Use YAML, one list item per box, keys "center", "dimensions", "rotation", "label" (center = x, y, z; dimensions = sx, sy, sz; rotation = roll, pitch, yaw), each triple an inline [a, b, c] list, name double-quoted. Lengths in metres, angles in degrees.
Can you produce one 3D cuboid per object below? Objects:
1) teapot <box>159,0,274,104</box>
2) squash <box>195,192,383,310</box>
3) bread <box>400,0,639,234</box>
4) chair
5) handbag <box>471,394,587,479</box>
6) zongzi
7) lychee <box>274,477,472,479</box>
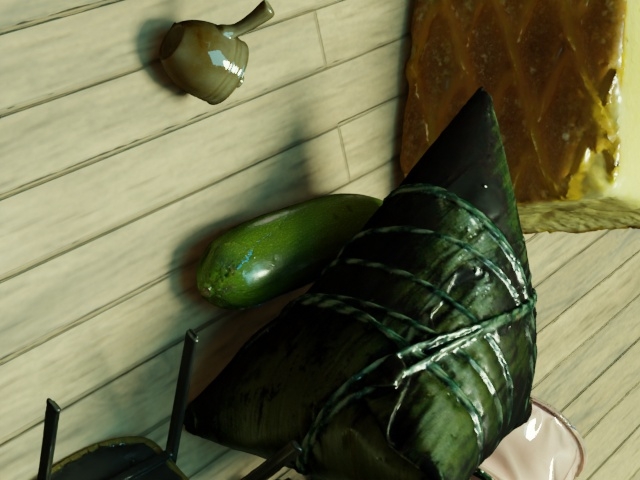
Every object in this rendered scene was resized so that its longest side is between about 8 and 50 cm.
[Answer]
- center: [-0.091, -0.182, 1.146]
  dimensions: [0.080, 0.110, 0.085]
  rotation: [27, 26, -33]
  label: "teapot"
- center: [0.001, 0.001, 1.268]
  dimensions: [0.331, 0.087, 0.087]
  rotation: [-15, 102, -49]
  label: "squash"
- center: [0.252, -0.150, 1.413]
  dimensions: [0.207, 0.279, 0.279]
  rotation: [16, 79, -49]
  label: "bread"
- center: [-0.147, 0.232, 1.045]
  dimensions: [0.159, 0.172, 0.247]
  rotation: [-24, 153, -48]
  label: "chair"
- center: [0.190, 0.254, 1.418]
  dimensions: [0.116, 0.205, 0.179]
  rotation: [-55, 165, -32]
  label: "handbag"
- center: [0.092, 0.050, 1.174]
  dimensions: [0.383, 0.319, 0.362]
  rotation: [-16, 107, -48]
  label: "zongzi"
- center: [0.097, 0.354, 1.237]
  dimensions: [0.320, 0.270, 0.270]
  rotation: [53, 52, -42]
  label: "lychee"
